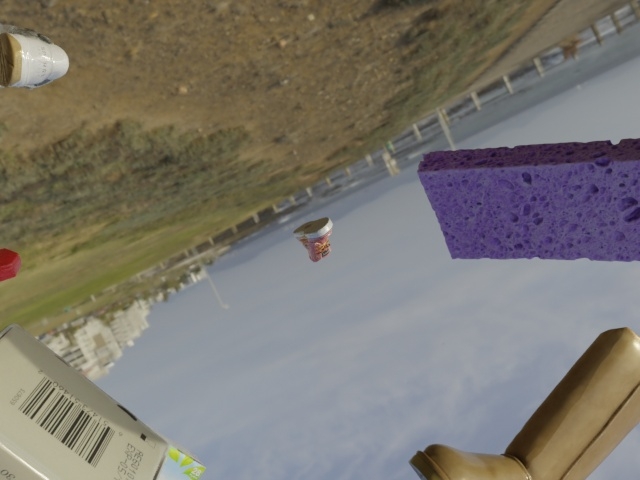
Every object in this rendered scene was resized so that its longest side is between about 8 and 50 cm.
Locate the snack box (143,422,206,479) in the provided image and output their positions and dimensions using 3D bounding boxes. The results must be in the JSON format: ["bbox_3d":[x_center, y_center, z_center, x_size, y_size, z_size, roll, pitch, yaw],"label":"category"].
[{"bbox_3d":[-0.331,0.404,1.236,0.174,0.207,0.070,-54,-150,-12],"label":"snack box"}]

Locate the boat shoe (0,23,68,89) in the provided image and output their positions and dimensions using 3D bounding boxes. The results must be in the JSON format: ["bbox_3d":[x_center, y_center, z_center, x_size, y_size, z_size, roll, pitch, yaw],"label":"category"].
[{"bbox_3d":[-0.445,-0.272,1.093,0.096,0.098,0.277,-4,-159,-32],"label":"boat shoe"}]

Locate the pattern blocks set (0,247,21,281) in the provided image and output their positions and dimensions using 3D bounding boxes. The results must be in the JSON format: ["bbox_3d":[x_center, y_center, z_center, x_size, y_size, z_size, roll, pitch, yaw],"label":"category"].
[{"bbox_3d":[-0.469,0.099,0.675,0.325,0.026,0.285,-6,-148,-6],"label":"pattern blocks set"}]

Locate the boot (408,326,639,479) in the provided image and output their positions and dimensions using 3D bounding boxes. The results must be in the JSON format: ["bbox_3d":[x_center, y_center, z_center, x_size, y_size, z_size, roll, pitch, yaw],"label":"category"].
[{"bbox_3d":[0.238,0.192,0.765,0.269,0.236,0.089,-47,-137,-4],"label":"boot"}]

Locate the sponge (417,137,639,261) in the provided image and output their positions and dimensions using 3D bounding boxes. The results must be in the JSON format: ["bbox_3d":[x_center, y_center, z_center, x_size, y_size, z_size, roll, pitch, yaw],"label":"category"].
[{"bbox_3d":[0.198,-0.030,0.614,0.210,0.117,0.031,0,-133,28],"label":"sponge"}]

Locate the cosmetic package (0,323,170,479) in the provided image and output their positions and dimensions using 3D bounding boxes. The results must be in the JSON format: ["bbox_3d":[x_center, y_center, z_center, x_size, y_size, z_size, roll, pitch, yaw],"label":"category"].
[{"bbox_3d":[-0.278,0.228,0.540,0.309,0.160,0.113,-46,-169,15],"label":"cosmetic package"}]

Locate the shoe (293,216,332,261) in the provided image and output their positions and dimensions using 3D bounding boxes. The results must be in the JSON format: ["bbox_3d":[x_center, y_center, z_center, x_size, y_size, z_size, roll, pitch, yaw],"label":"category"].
[{"bbox_3d":[0.000,0.000,1.601,0.063,0.081,0.178,-37,-170,-17],"label":"shoe"}]
